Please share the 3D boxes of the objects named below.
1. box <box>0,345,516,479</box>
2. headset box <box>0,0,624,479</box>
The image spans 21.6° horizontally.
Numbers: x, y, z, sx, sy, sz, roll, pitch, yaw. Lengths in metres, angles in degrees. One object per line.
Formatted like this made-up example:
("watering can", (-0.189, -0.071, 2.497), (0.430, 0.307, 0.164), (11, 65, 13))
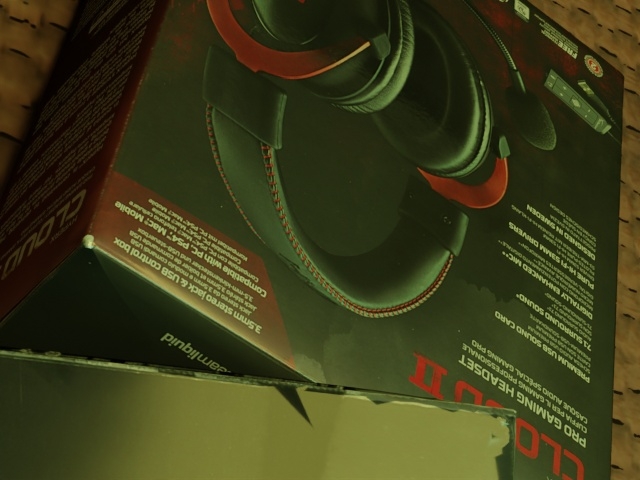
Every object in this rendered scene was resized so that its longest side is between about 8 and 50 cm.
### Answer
("box", (-0.080, 0.184, 0.424), (0.242, 0.076, 0.307), (8, 75, -12))
("headset box", (0.000, 0.000, 0.632), (0.218, 0.110, 0.293), (34, 42, -20))
